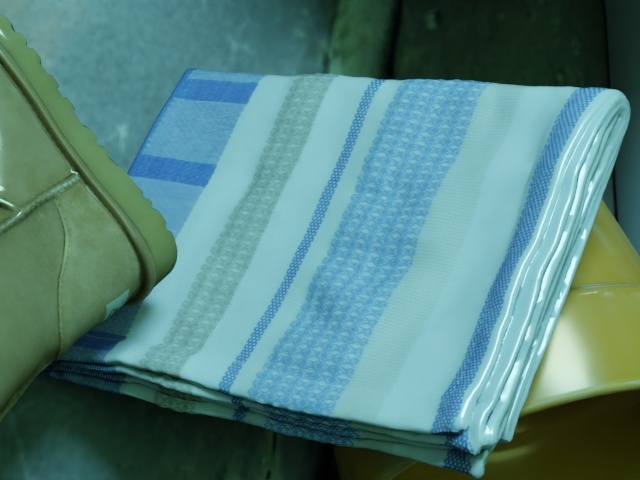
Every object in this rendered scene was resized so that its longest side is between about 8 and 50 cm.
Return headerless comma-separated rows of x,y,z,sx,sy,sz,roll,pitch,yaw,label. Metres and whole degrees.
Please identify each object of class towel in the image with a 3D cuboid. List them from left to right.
0.000,0.000,0.927,0.034,0.285,0.209,50,57,-46,towel

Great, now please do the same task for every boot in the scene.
-0.219,0.006,0.841,0.236,0.089,0.269,45,51,4,boot

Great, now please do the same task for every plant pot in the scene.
0.092,0.037,0.986,0.205,0.205,0.188,-5,63,-21,plant pot

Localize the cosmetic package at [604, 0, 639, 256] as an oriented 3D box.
0.298,0.008,1.079,0.217,0.156,0.385,2,76,-18,cosmetic package
